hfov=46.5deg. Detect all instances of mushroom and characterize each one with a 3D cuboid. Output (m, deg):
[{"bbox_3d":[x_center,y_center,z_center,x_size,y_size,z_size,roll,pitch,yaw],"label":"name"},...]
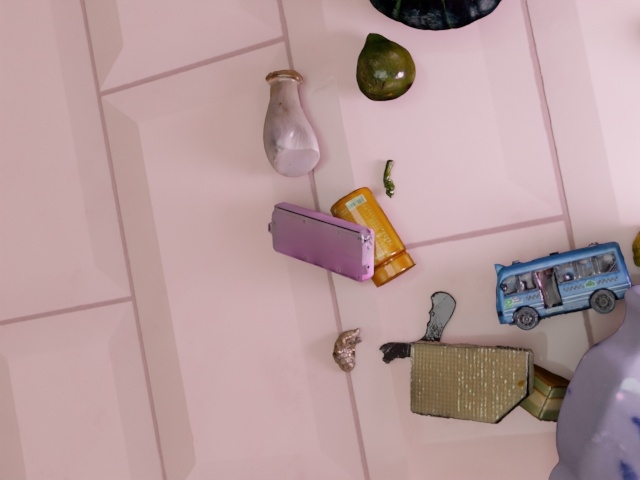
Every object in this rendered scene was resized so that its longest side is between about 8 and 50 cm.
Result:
[{"bbox_3d":[-0.073,-0.251,1.598,0.116,0.093,0.225,-14,77,5],"label":"mushroom"}]

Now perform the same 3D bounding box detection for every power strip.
[{"bbox_3d":[0.000,0.000,1.538,0.279,0.038,0.109,19,119,39],"label":"power strip"}]

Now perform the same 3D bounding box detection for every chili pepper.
[{"bbox_3d":[0.142,-0.127,1.552,0.027,0.022,0.083,-1,87,21],"label":"chili pepper"}]

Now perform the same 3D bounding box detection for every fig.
[{"bbox_3d":[0.126,-0.361,1.505,0.123,0.123,0.156,-16,74,20],"label":"fig"}]

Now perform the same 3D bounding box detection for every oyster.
[{"bbox_3d":[0.059,0.235,1.582,0.081,0.038,0.083,-24,82,17],"label":"oyster"}]

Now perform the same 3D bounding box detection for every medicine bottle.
[{"bbox_3d":[0.106,-0.008,1.528,0.096,0.096,0.191,-35,80,17],"label":"medicine bottle"}]

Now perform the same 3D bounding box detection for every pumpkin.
[{"bbox_3d":[0.222,-0.545,1.402,0.315,0.238,0.315,-1,87,17],"label":"pumpkin"}]

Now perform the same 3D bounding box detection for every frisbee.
[{"bbox_3d":[0.211,0.216,1.541,0.188,0.012,0.210,-9,88,21],"label":"frisbee"}]

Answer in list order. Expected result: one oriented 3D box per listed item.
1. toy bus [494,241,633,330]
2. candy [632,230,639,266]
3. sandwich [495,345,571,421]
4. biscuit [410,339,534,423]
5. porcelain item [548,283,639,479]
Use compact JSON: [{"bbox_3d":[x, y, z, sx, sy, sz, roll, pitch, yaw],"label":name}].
[{"bbox_3d":[0.450,0.086,1.397,0.247,0.113,0.134,-15,82,18],"label":"toy bus"},{"bbox_3d":[0.604,0.009,1.298,0.094,0.199,0.106,-5,81,15],"label":"candy"},{"bbox_3d":[0.416,0.282,1.466,0.163,0.114,0.079,34,105,52],"label":"sandwich"},{"bbox_3d":[0.292,0.274,1.449,0.252,0.052,0.150,-3,87,37],"label":"biscuit"},{"bbox_3d":[0.545,0.281,1.303,0.178,0.243,0.405,32,114,37],"label":"porcelain item"}]
